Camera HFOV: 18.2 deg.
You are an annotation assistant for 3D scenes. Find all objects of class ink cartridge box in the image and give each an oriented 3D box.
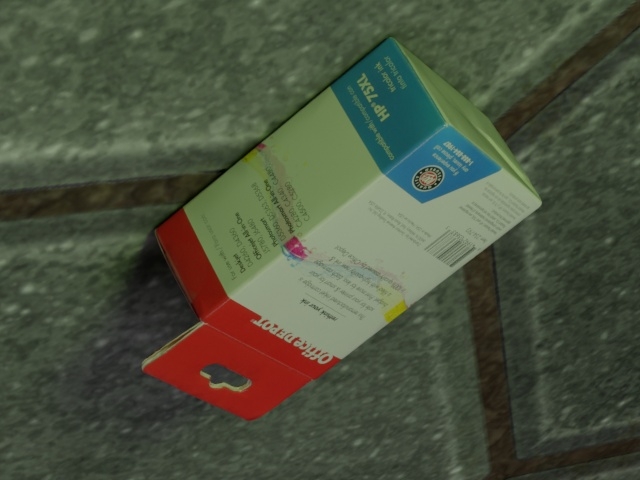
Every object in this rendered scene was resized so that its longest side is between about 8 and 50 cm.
[{"bbox_3d":[0.000,0.000,1.186,0.231,0.078,0.134,-38,146,13],"label":"ink cartridge box"}]
